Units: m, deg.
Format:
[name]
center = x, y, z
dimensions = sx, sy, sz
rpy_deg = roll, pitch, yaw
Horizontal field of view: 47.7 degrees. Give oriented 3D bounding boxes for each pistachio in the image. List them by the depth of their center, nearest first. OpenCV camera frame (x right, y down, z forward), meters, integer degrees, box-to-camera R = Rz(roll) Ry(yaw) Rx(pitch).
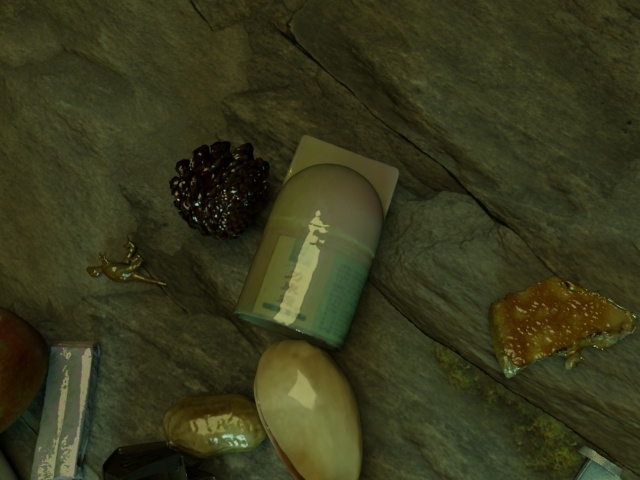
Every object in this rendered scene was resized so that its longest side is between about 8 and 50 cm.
[pistachio]
center = -0.019, 0.342, 1.400
dimensions = 0.214, 0.193, 0.318
rpy_deg = -11, 75, -40

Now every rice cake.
[rice cake]
center = -0.540, 0.363, 1.544
dimensions = 0.106, 0.050, 0.298
rpy_deg = 0, 74, 9

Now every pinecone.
[pinecone]
center = -0.227, -0.113, 1.565
dimensions = 0.221, 0.221, 0.221
rpy_deg = -2, 74, 7

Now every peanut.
[peanut]
center = -0.212, 0.373, 1.458
dimensions = 0.224, 0.129, 0.129
rpy_deg = -9, 73, 8

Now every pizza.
[pizza]
center = 0.483, 0.167, 1.458
dimensions = 0.297, 0.071, 0.189
rpy_deg = -17, 60, -1

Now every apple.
[apple]
center = -0.726, 0.271, 1.448
dimensions = 0.319, 0.319, 0.277
rpy_deg = 4, 56, 9

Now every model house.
[model house]
center = -0.329, 0.500, 1.407
dimensions = 0.204, 0.243, 0.211
rpy_deg = -12, 91, -36

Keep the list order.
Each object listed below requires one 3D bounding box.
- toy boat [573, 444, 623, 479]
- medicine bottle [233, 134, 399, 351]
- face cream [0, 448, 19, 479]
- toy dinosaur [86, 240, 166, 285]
[toy boat]
center = 0.516, 0.468, 1.390
dimensions = 0.096, 0.034, 0.122
rpy_deg = 32, 89, 15
[medicine bottle]
center = 0.000, 0.000, 1.481
dimensions = 0.235, 0.236, 0.406
rpy_deg = 17, 78, 12
[face cream]
center = -0.681, 0.516, 1.506
dimensions = 0.107, 0.073, 0.269
rpy_deg = -39, 73, -13
[toy dinosaur]
center = -0.440, 0.080, 1.625
dimensions = 0.126, 0.039, 0.162
rpy_deg = -42, 78, 5
